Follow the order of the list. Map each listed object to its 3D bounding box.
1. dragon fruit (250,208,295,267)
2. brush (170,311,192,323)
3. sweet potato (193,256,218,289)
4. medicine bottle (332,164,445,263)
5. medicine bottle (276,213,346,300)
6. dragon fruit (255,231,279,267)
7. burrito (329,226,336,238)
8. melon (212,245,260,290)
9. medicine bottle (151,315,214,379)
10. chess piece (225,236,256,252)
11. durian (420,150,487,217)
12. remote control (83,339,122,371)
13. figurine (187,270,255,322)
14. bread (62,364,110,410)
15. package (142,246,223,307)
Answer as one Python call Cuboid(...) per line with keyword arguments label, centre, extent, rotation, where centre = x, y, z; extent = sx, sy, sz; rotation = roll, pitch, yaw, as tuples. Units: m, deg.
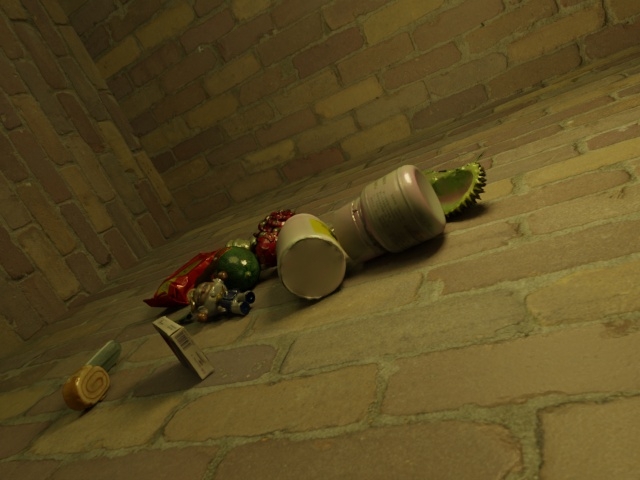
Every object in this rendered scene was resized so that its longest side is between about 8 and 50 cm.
Cuboid(label="dragon fruit", centre=(-0.203, -0.011, 1.853), extent=(0.273, 0.198, 0.218), rotation=(-30, 8, -13))
Cuboid(label="brush", centre=(-0.561, 0.317, 1.706), extent=(0.179, 0.030, 0.033), rotation=(-25, 30, 39))
Cuboid(label="sweet potato", centre=(-0.450, 0.161, 1.674), extent=(0.074, 0.075, 0.269), rotation=(-49, -12, -52))
Cuboid(label="medicine bottle", centre=(0.213, -0.074, 1.374), extent=(0.302, 0.241, 0.241), rotation=(-28, 15, 26))
Cuboid(label="medicine bottle", centre=(-0.045, 0.037, 1.466), extent=(0.214, 0.213, 0.378), rotation=(-26, 18, 0))
Cuboid(label="dragon fruit", centre=(-0.195, 0.045, 1.705), extent=(0.133, 0.136, 0.165), rotation=(-72, 7, -47))
Cuboid(label="burrito", centre=(0.000, 0.002, 1.752), extent=(0.309, 0.066, 0.096), rotation=(-33, 7, -21))
Cuboid(label="melon", centre=(-0.337, 0.113, 1.723), extent=(0.182, 0.182, 0.288), rotation=(-34, 21, -26))
Cuboid(label="medicine bottle", centre=(-0.402, 0.306, 1.259), extent=(0.052, 0.171, 0.201), rotation=(-39, 22, -28))
Cuboid(label="chess piece", centre=(-0.315, 0.030, 2.046), extent=(0.244, 0.133, 0.133), rotation=(-16, 19, 16))
Cuboid(label="durian", centre=(0.424, -0.171, 1.481), extent=(0.158, 0.169, 0.356), rotation=(-36, 15, -29))
Cuboid(label="remote control", centre=(-0.788, 0.450, 1.519), extent=(0.052, 0.104, 0.247), rotation=(19, 27, 2))
Cuboid(label="figurine", centre=(-0.354, 0.207, 1.566), extent=(0.275, 0.133, 0.193), rotation=(-17, 50, 20))
Cuboid(label="bread", centre=(-0.740, 0.461, 1.369), extent=(0.073, 0.122, 0.149), rotation=(-20, 19, 10))
Cuboid(label="package", centre=(-0.596, 0.178, 1.996), extent=(0.196, 0.123, 0.423), rotation=(-15, 21, 39))
